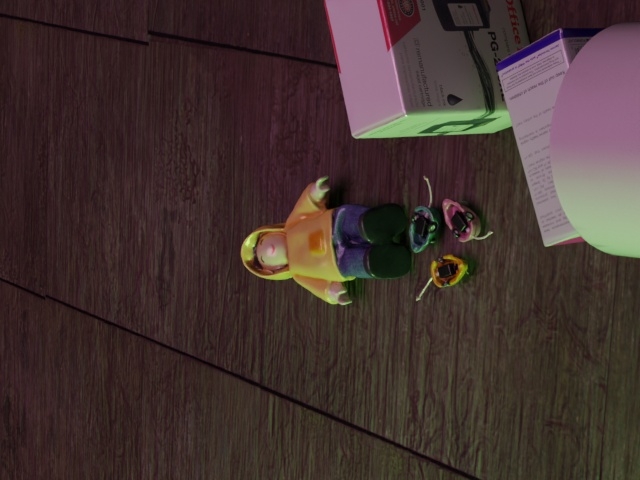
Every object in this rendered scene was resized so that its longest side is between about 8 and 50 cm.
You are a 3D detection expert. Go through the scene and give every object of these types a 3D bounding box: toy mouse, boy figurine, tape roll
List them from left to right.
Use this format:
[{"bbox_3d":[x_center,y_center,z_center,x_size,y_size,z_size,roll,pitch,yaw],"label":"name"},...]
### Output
[{"bbox_3d":[0.000,0.000,2.152,0.285,0.092,0.177,-2,96,49],"label":"boy figurine"},{"bbox_3d":[0.161,-0.016,1.992,0.161,0.031,0.143,-30,72,49],"label":"toy mouse"},{"bbox_3d":[0.369,-0.098,1.547,0.169,0.246,0.246,8,101,50],"label":"tape roll"}]

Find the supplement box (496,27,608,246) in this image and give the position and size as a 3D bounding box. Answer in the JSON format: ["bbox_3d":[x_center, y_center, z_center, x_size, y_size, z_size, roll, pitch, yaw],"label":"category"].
[{"bbox_3d":[0.296,-0.115,1.744,0.114,0.111,0.220,-26,74,50],"label":"supplement box"}]

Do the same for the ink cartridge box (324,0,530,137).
[{"bbox_3d":[0.137,-0.216,1.831,0.100,0.237,0.172,-19,80,48],"label":"ink cartridge box"}]
